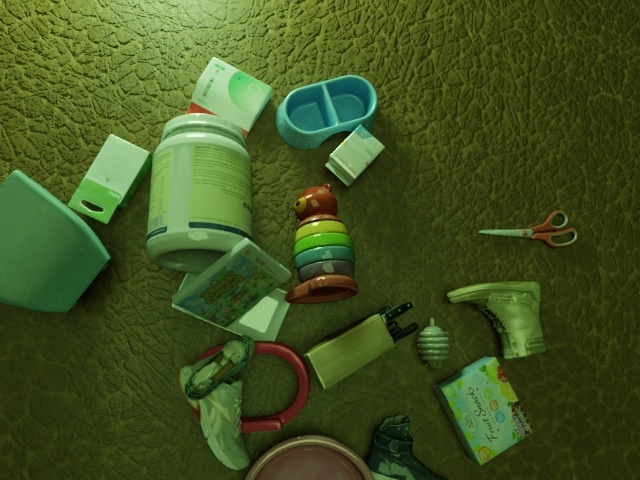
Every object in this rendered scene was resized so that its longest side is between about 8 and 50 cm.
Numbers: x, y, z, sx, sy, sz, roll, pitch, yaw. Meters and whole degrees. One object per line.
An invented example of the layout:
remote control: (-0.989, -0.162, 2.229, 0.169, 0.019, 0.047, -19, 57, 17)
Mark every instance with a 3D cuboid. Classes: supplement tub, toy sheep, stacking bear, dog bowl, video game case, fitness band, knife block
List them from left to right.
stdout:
supplement tub: (-0.278, -0.105, 1.108, 0.235, 0.235, 0.325, 0, 71, -8)
video game case: (-0.194, 0.104, 1.067, 0.212, 0.193, 0.023, -38, 54, 6)
fitness band: (-0.170, 0.348, 1.129, 0.290, 0.054, 0.209, -3, 81, 2)
stacking bear: (0.000, 0.000, 1.186, 0.164, 0.175, 0.289, 7, 66, -36)
dog bowl: (0.024, -0.359, 1.294, 0.297, 0.074, 0.166, -19, 83, -11)
knife block: (0.114, 0.234, 1.119, 0.242, 0.275, 0.088, -29, 84, 17)
toy sheep: (0.294, 0.268, 1.214, 0.091, 0.091, 0.132, -2, 76, -9)

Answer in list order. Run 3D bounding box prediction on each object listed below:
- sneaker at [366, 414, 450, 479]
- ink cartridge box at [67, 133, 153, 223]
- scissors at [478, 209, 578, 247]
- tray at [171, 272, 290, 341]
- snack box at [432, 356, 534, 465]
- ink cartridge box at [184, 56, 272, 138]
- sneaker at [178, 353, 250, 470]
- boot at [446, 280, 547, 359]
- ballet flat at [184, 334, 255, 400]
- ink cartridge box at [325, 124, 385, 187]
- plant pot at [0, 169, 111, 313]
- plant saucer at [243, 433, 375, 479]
sneaker: (0.232, 0.527, 1.155, 0.226, 0.086, 0.163, 16, 80, -4)
ink cartridge box: (-0.522, -0.148, 1.179, 0.109, 0.062, 0.209, 26, 77, -3)
scissors: (0.599, -0.012, 1.341, 0.297, 0.021, 0.109, -13, 84, -12)
tray: (-0.219, 0.153, 1.186, 0.270, 0.030, 0.145, 24, 76, -3)
snack box: (0.417, 0.433, 1.208, 0.174, 0.070, 0.207, -25, 83, -12)
ink cartridge box: (-0.261, -0.355, 1.263, 0.181, 0.056, 0.225, 28, 75, -2)
sneaker: (-0.211, 0.378, 1.054, 0.121, 0.099, 0.262, -30, 81, -6)
boot: (0.471, 0.214, 1.247, 0.261, 0.095, 0.204, -1, 81, -13)
ballet flat: (-0.215, 0.272, 1.028, 0.070, 0.070, 0.188, 45, 60, 1)
ink cartridge box: (0.086, -0.219, 1.268, 0.092, 0.090, 0.143, 44, 78, 1)
plant pot: (-0.622, 0.032, 1.048, 0.252, 0.248, 0.247, 38, 76, -17)
plant saucer: (-0.028, 0.621, 1.094, 0.332, 0.084, 0.332, 1, 82, -5)
